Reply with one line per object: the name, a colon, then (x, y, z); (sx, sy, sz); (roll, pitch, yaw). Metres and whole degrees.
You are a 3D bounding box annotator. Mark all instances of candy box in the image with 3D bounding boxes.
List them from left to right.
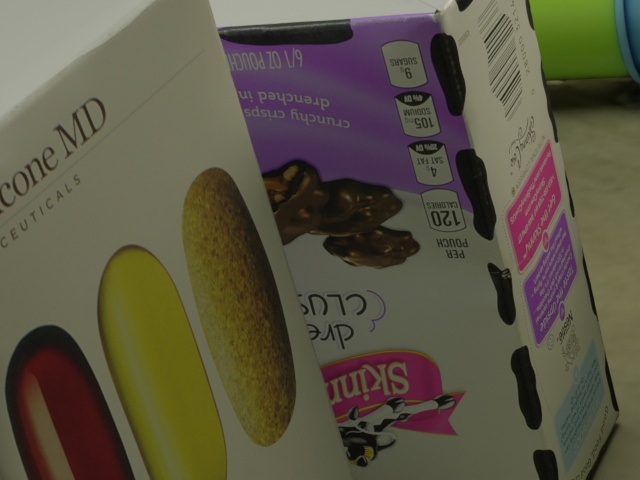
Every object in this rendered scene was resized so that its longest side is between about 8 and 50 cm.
candy box: (0.000, 0.000, 0.684); (0.165, 0.196, 0.070); (-1, 32, 27)

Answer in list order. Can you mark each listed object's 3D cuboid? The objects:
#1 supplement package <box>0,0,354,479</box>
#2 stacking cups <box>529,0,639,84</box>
supplement package: (-0.088, 0.059, 0.573); (0.134, 0.244, 0.139); (3, 34, 33)
stacking cups: (0.176, -0.109, 0.915); (0.316, 0.096, 0.096); (3, 33, 27)
